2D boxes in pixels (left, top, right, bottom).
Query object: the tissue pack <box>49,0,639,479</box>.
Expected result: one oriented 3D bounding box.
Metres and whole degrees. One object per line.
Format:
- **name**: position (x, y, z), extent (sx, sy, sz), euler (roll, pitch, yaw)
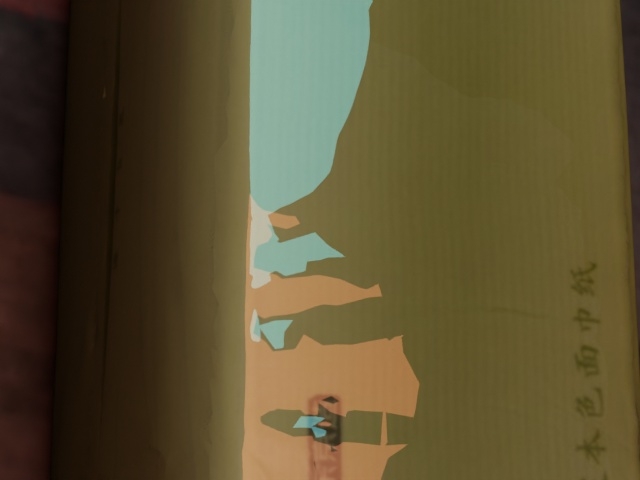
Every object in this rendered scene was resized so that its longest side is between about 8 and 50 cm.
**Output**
- **tissue pack**: position (0.000, 0.000, 0.486), extent (0.125, 0.159, 0.234), euler (5, 74, -20)
